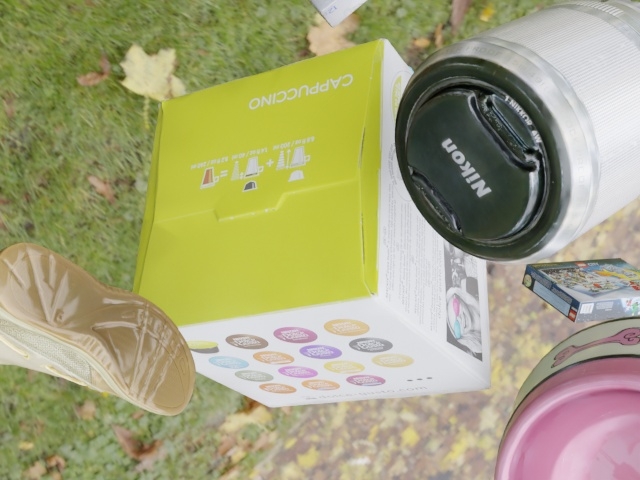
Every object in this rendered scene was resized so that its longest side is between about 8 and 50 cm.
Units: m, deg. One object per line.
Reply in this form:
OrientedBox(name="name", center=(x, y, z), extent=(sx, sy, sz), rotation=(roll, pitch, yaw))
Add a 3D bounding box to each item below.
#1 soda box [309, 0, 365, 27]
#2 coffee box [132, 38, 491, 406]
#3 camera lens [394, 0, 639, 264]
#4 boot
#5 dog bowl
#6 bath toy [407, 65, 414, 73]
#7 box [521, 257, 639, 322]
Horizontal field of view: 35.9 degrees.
OrientedBox(name="soda box", center=(0.091, -0.461, 1.514), extent=(0.286, 0.098, 0.091), rotation=(-39, 168, 8))
OrientedBox(name="coffee box", center=(0.000, 0.000, 1.269), extent=(0.334, 0.338, 0.338), rotation=(39, 48, -51))
OrientedBox(name="camera lens", center=(0.226, -0.115, 0.986), extent=(0.274, 0.219, 0.219), rotation=(-27, 125, -39))
OrientedBox(name="boot", center=(-0.269, 0.098, 0.972), extent=(0.262, 0.203, 0.095), rotation=(39, 53, -41))
OrientedBox(name="dog bowl", center=(0.385, 0.301, 1.158), extent=(0.150, 0.408, 0.407), rotation=(-17, 124, -57))
OrientedBox(name="bath toy", center=(0.060, -0.146, 1.485), extent=(0.129, 0.348, 0.151), rotation=(20, 137, -4))
OrientedBox(name="box", center=(0.515, 0.089, 1.829), extent=(0.233, 0.159, 0.044), rotation=(-3, 114, -26))
